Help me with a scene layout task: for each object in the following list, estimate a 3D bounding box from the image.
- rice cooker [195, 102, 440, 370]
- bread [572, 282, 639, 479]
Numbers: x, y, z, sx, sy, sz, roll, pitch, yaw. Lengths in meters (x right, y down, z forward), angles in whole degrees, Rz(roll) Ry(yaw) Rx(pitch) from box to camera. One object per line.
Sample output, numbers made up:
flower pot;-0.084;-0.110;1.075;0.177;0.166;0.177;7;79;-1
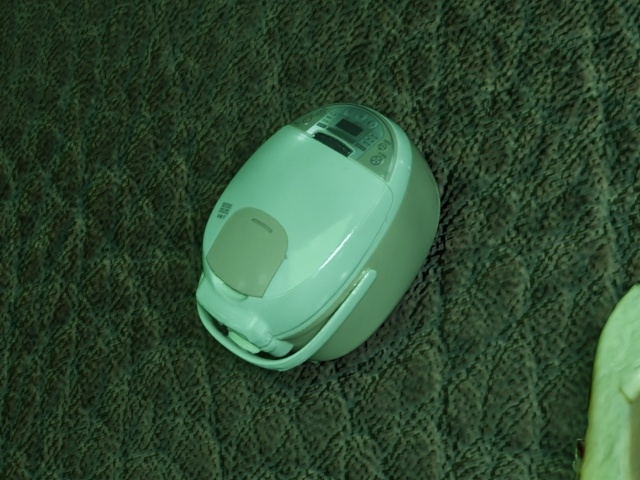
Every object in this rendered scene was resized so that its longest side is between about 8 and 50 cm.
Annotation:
rice cooker;0.000;0.000;1.234;0.145;0.127;0.206;33;92;42
bread;0.214;0.131;0.937;0.183;0.211;0.224;-35;80;47
